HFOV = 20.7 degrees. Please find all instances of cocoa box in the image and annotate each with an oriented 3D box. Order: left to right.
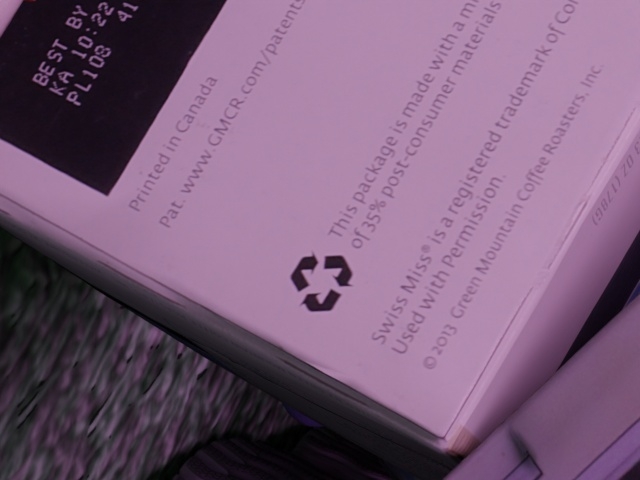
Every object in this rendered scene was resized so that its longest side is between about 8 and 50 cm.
[{"bbox_3d":[0.057,-0.100,0.654,0.347,0.231,0.228,-59,159,-7],"label":"cocoa box"}]

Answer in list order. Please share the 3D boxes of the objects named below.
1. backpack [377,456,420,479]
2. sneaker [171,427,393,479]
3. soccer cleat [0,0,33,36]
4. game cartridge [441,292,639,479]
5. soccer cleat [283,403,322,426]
[{"bbox_3d":[0.139,0.041,0.971,0.213,0.276,0.263,1,99,-22],"label":"backpack"},{"bbox_3d":[-0.018,0.182,1.005,0.115,0.105,0.281,-65,160,6],"label":"sneaker"},{"bbox_3d":[-0.088,-0.133,0.513,0.196,0.068,0.076,-60,156,2],"label":"soccer cleat"},{"bbox_3d":[0.159,0.033,0.566,0.355,0.068,0.230,-45,162,12],"label":"game cartridge"},{"bbox_3d":[0.000,0.000,0.891,0.095,0.083,0.248,-6,134,-28],"label":"soccer cleat"}]
